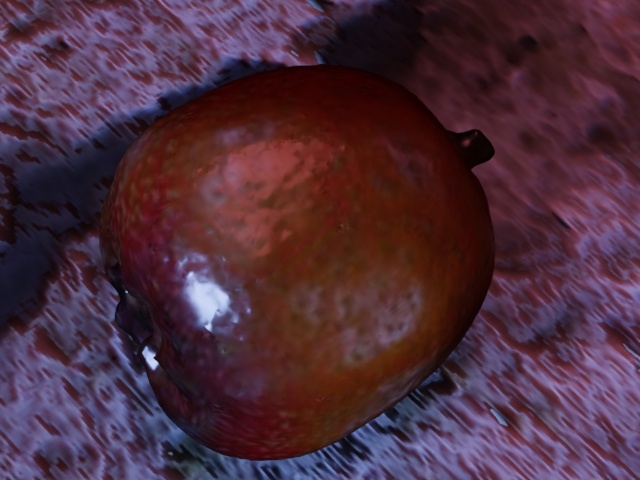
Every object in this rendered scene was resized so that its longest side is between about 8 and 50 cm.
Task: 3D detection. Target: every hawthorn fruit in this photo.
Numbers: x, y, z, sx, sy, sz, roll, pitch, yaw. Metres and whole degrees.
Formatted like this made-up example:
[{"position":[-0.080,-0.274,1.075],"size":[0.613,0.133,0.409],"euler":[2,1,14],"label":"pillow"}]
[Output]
[{"position":[0.000,0.000,0.808],"size":[0.188,0.169,0.169],"euler":[-25,60,-12],"label":"hawthorn fruit"}]
